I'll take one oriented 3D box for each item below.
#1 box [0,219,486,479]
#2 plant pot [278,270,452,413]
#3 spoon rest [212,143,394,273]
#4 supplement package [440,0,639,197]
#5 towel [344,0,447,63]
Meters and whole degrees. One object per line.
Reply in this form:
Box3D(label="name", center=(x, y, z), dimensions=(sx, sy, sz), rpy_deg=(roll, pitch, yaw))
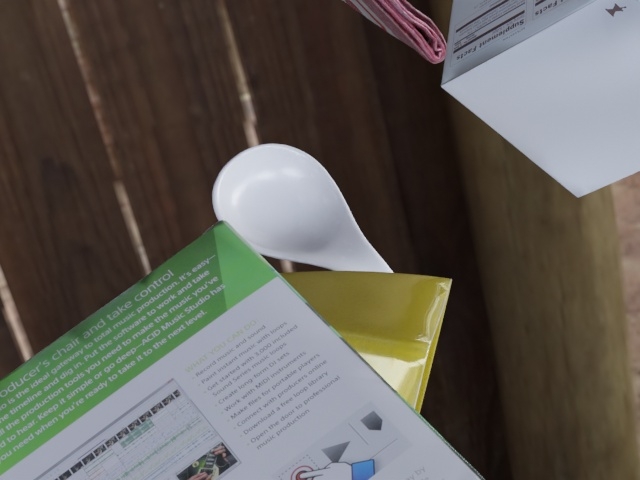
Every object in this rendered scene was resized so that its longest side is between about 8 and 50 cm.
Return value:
Box3D(label="box", center=(-0.059, 0.143, 0.727), dimensions=(0.232, 0.058, 0.322), rpy_deg=(-36, 45, -10))
Box3D(label="plant pot", center=(-0.005, 0.137, 1.258), dimensions=(0.187, 0.212, 0.212), rpy_deg=(14, 17, 6))
Box3D(label="spoon rest", center=(0.000, 0.000, 1.565), dimensions=(0.137, 0.276, 0.084), rpy_deg=(-45, -7, -22))
Box3D(label="supplement package", center=(0.255, -0.222, 1.268), dimensions=(0.198, 0.199, 0.262), rpy_deg=(-26, 41, 40))
Box3D(label="towel", center=(-0.010, -0.335, 1.604), dimensions=(0.037, 0.237, 0.329), rpy_deg=(-50, 50, 2))
